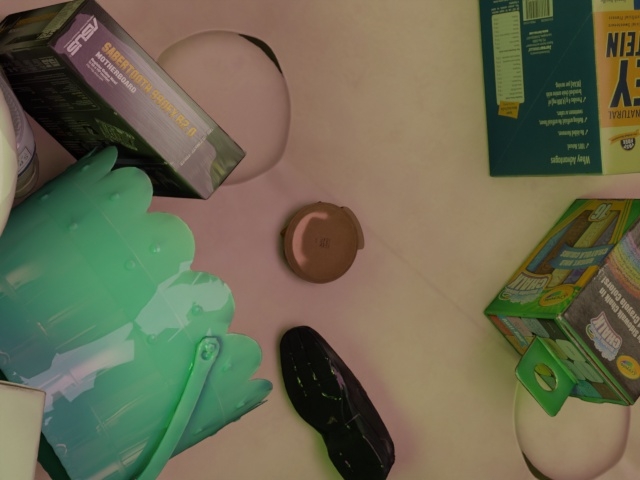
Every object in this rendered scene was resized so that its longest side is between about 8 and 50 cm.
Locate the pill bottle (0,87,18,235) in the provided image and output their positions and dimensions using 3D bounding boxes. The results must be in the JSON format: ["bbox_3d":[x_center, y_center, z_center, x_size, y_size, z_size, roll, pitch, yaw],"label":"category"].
[{"bbox_3d":[-0.387,-0.054,1.401,0.224,0.392,0.224,0,90,-28],"label":"pill bottle"}]

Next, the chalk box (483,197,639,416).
[{"bbox_3d":[0.266,0.076,1.893,0.213,0.132,0.132,-48,111,-18],"label":"chalk box"}]

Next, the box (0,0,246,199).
[{"bbox_3d":[-0.182,-0.115,1.599,0.183,0.231,0.056,44,75,-20],"label":"box"}]

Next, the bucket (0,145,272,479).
[{"bbox_3d":[-0.187,0.077,1.581,0.183,0.281,0.281,-34,105,-14],"label":"bucket"}]

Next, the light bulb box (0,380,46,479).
[{"bbox_3d":[-0.404,0.273,1.368,0.225,0.358,0.361,18,71,-40],"label":"light bulb box"}]

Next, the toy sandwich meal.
[{"bbox_3d":[0.000,0.000,1.810,0.085,0.029,0.085,-2,94,-24],"label":"toy sandwich meal"}]

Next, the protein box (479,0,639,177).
[{"bbox_3d":[0.265,-0.165,1.850,0.136,0.200,0.201,-6,93,-27],"label":"protein box"}]

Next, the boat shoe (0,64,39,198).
[{"bbox_3d":[-0.324,-0.157,1.567,0.109,0.094,0.302,-27,69,-8],"label":"boat shoe"}]

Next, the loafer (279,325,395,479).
[{"bbox_3d":[0.016,0.153,1.811,0.170,0.062,0.061,64,27,-6],"label":"loafer"}]
